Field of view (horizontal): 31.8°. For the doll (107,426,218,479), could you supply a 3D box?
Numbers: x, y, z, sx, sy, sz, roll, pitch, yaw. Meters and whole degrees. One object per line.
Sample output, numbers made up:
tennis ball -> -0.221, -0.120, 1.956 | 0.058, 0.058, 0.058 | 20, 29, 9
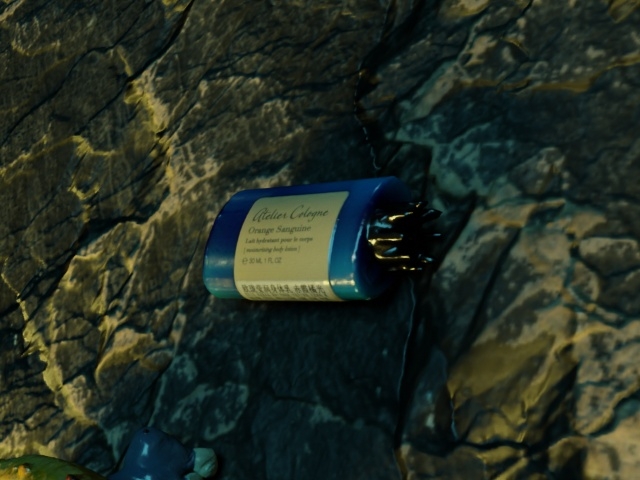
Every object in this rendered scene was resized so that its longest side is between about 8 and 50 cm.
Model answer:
doll -> -0.118, 0.165, 0.753 | 0.076, 0.050, 0.083 | 12, 73, 52

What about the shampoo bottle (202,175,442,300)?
shampoo bottle -> 0.000, 0.000, 0.755 | 0.183, 0.050, 0.087 | -2, 58, 43

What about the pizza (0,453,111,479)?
pizza -> -0.191, 0.248, 0.702 | 0.336, 0.086, 0.226 | -8, 70, 48
